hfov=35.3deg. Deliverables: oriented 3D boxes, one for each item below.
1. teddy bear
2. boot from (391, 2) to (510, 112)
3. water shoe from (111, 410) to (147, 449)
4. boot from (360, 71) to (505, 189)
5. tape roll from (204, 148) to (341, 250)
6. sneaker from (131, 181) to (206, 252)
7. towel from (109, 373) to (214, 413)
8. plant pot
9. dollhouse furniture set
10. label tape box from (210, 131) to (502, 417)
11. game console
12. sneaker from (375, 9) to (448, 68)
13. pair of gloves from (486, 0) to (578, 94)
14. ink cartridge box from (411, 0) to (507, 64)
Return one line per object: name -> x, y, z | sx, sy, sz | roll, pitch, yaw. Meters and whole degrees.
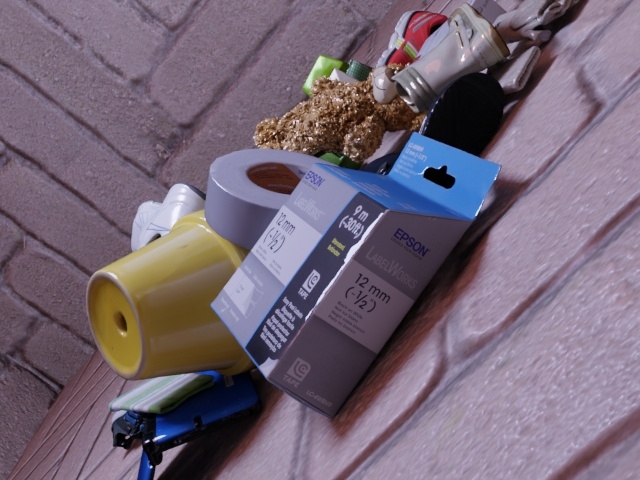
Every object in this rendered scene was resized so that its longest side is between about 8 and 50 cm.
teddy bear -> 0.031, -0.219, 1.771 | 0.338, 0.113, 0.245 | -11, 32, 23
boot -> 0.181, -0.270, 1.503 | 0.165, 0.077, 0.213 | -36, 22, 9
water shoe -> -0.348, 0.354, 1.991 | 0.203, 0.073, 0.080 | -41, 41, 42
boot -> 0.141, -0.125, 1.442 | 0.246, 0.094, 0.207 | -59, 16, -7
tape roll -> -0.053, -0.057, 1.436 | 0.219, 0.219, 0.072 | -74, -5, -64
sneaker -> -0.283, -0.005, 1.766 | 0.129, 0.111, 0.297 | -63, 14, -26
towel -> -0.243, 0.237, 1.541 | 0.113, 0.023, 0.152 | -29, 15, -38
plant pot -> -0.197, 0.092, 1.470 | 0.239, 0.254, 0.254 | -18, -13, -38
dollhouse furniture set -> 0.079, -0.248, 2.057 | 0.197, 0.151, 0.301 | -62, -21, 14
label tape box -> 0.033, 0.005, 1.222 | 0.347, 0.115, 0.249 | -56, 26, 2
game console -> -0.196, 0.323, 1.530 | 0.250, 0.173, 0.293 | -21, 9, -6
sneaker -> 0.188, -0.350, 1.993 | 0.118, 0.107, 0.279 | 6, 63, 27
pair of gloves -> 0.285, -0.275, 1.489 | 0.240, 0.042, 0.204 | -60, 16, -24
ink cartridge box -> 0.245, -0.351, 1.821 | 0.175, 0.072, 0.127 | -37, 17, 52
